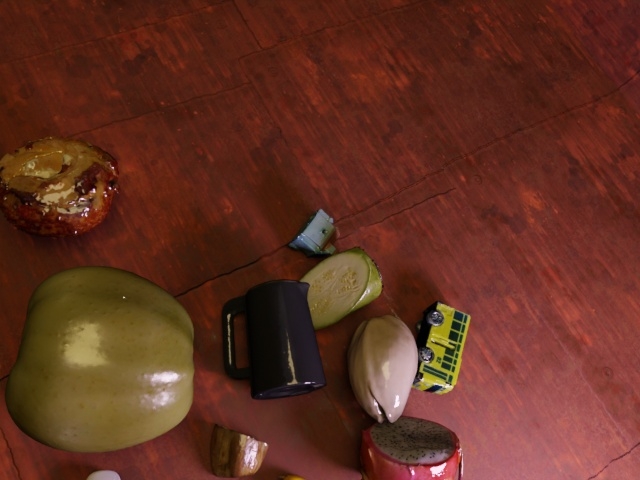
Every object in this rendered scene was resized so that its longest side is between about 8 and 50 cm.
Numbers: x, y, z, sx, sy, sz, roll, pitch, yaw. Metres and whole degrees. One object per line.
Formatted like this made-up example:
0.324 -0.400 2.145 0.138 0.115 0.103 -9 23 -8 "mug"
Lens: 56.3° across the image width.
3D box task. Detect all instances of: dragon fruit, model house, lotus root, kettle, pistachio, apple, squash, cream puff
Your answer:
0.235 0.617 1.620 0.291 0.290 0.189 1 98 -13 "dragon fruit"
0.000 0.000 1.903 0.149 0.119 0.148 42 64 -5 "model house"
-0.223 0.575 1.618 0.160 0.095 0.135 8 70 -3 "lotus root"
-0.130 0.293 1.725 0.203 0.262 0.307 12 58 -45 "kettle"
0.179 0.366 1.725 0.208 0.226 0.331 -15 42 17 "pistachio"
-0.532 0.294 1.479 0.474 0.473 0.473 5 67 -11 "apple"
0.035 0.148 1.799 0.261 0.189 0.189 -23 75 -23 "squash"
-0.745 -0.138 1.717 0.351 0.228 0.350 1 45 -1 "cream puff"

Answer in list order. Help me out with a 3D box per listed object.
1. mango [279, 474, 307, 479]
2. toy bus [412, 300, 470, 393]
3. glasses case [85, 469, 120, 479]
-0.046 0.706 1.618 0.187 0.066 0.101 40 57 0 "mango"
0.357 0.336 1.828 0.150 0.128 0.262 23 64 -3 "toy bus"
-0.553 0.702 1.505 0.092 0.059 0.233 0 67 -15 "glasses case"
